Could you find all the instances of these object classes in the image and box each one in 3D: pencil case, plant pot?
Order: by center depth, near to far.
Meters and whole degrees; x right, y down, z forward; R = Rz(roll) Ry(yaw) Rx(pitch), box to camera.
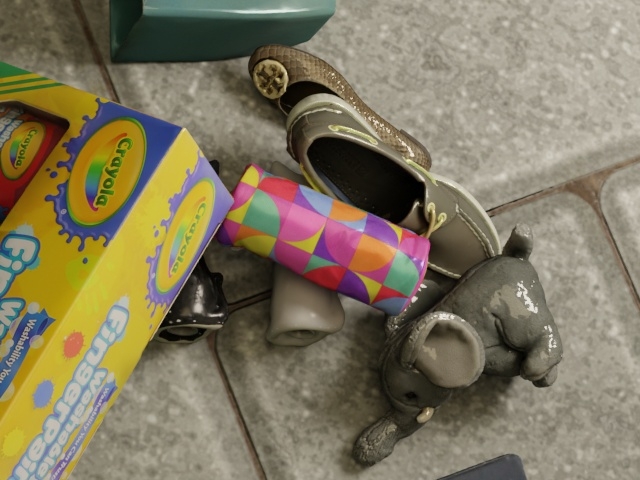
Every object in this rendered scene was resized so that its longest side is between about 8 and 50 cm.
[{"bbox_3d":[0.000,0.000,1.820,0.236,0.104,0.104,22,73,-2],"label":"pencil case"},{"bbox_3d":[-0.109,-0.299,1.916,0.234,0.165,0.166,1,77,-18],"label":"plant pot"}]

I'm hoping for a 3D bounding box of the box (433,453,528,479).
[{"bbox_3d":[0.060,0.412,1.663,0.395,0.212,0.294,-10,76,-47],"label":"box"}]

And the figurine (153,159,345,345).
[{"bbox_3d":[-0.083,0.006,1.888,0.214,0.092,0.210,2,72,-12],"label":"figurine"}]

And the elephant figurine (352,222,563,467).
[{"bbox_3d":[0.134,0.119,1.863,0.239,0.169,0.186,-14,71,-10],"label":"elephant figurine"}]

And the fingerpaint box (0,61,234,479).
[{"bbox_3d":[-0.362,0.048,1.690,0.371,0.163,0.445,21,71,27],"label":"fingerpaint box"}]

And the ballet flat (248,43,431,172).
[{"bbox_3d":[0.019,-0.136,1.941,0.250,0.084,0.058,37,44,-6],"label":"ballet flat"}]

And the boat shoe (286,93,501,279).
[{"bbox_3d":[0.085,-0.041,1.884,0.305,0.091,0.109,38,109,-20],"label":"boat shoe"}]
